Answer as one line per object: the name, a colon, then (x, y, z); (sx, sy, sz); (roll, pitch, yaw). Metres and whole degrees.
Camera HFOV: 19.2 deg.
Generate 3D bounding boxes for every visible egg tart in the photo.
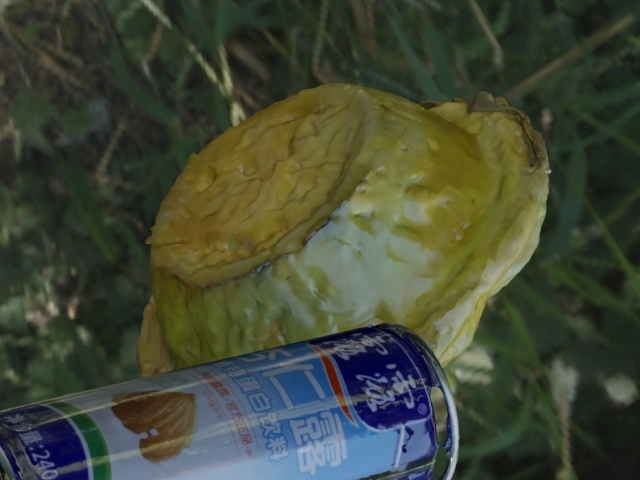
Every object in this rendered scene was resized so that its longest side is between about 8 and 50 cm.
egg tart: (0.000, 0.000, 1.128); (0.288, 0.288, 0.118); (-32, 121, 8)

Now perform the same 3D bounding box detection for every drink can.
drink can: (-0.055, 0.105, 0.886); (0.235, 0.097, 0.097); (-11, 129, -32)
